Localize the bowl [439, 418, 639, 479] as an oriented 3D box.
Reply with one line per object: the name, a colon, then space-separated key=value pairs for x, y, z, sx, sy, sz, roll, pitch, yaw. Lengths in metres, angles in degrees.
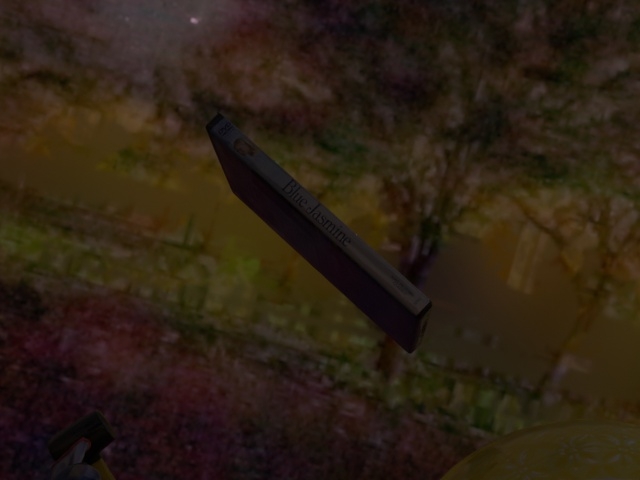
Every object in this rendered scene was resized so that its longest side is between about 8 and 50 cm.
bowl: x=0.174 y=0.223 z=0.594 sx=0.289 sy=0.289 sz=0.156 roll=16 pitch=-29 yaw=17

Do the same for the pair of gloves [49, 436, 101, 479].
pair of gloves: x=-0.234 y=0.235 z=0.764 sx=0.023 sy=0.198 sz=0.159 roll=44 pitch=10 yaw=-13

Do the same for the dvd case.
dvd case: x=0.000 y=0.000 z=0.920 sx=0.253 sy=0.022 sz=0.180 roll=42 pitch=-10 yaw=13

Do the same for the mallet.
mallet: x=-0.204 y=0.264 z=0.980 sx=0.062 sy=0.190 sz=0.039 roll=-25 pitch=1 yaw=-7
